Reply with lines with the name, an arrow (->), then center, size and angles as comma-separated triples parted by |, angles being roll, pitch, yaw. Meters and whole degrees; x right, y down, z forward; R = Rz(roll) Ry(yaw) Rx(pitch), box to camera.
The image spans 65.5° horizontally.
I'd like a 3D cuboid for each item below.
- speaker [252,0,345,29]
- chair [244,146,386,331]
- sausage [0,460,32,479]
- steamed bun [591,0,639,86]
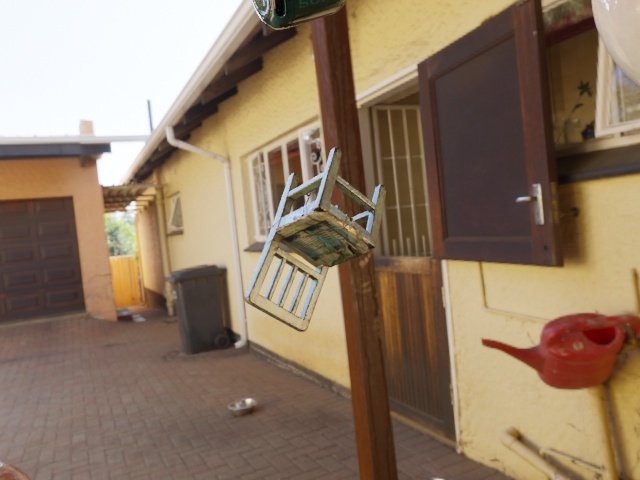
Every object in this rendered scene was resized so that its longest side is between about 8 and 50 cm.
speaker -> -0.026, -0.227, 0.414 | 0.075, 0.094, 0.060 | -26, -13, -20
chair -> 0.000, 0.000, 0.841 | 0.136, 0.270, 0.147 | 36, -36, -28
sausage -> -0.300, 0.254, 0.400 | 0.088, 0.088, 0.433 | -7, -26, -44
steamed bun -> 0.407, -0.305, 0.485 | 0.309, 0.309, 0.309 | -6, 1, 0
